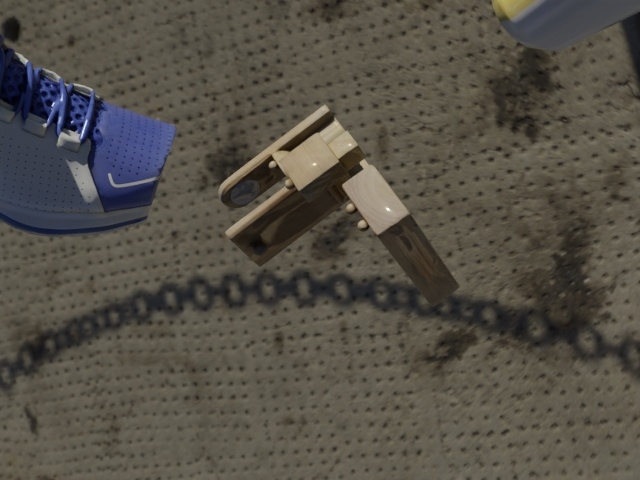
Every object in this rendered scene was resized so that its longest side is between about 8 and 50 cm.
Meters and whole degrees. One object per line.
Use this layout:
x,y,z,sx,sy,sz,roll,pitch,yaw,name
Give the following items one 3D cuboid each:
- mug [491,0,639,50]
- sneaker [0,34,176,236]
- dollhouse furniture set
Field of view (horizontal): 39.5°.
0.100,-0.116,0.363,0.064,0.062,0.078,-35,83,49,mug
-0.277,-0.119,0.733,0.315,0.127,0.182,10,136,-10,sneaker
0.000,0.000,0.646,0.123,0.144,0.151,-36,54,4,dollhouse furniture set
